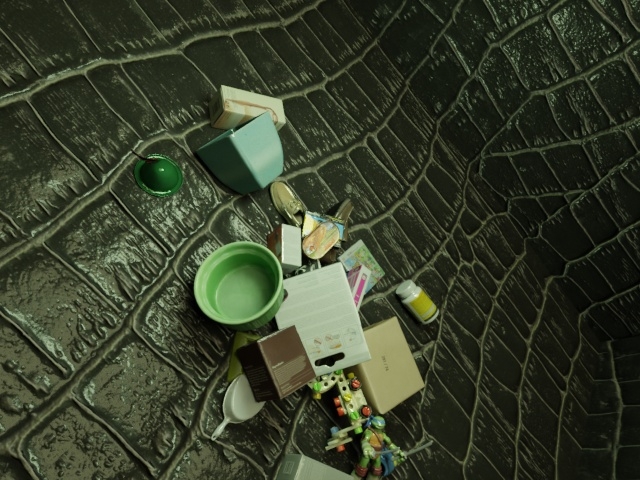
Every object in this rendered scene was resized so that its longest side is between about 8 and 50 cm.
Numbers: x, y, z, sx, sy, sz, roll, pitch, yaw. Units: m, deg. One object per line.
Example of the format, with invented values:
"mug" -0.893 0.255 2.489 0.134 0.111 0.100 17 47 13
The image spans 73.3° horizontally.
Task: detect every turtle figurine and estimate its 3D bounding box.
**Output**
"turtle figurine" 0.224 0.814 1.586 0.198 0.275 0.266 12 98 -64

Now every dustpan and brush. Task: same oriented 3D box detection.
"dustpan and brush" -0.292 0.581 1.454 0.147 0.060 0.211 54 41 -17

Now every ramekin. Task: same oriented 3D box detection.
"ramekin" -0.273 0.169 1.511 0.304 0.148 0.303 -2 61 4

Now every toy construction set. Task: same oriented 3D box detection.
"toy construction set" 0.063 0.616 1.616 0.215 0.151 0.327 -15 79 -13

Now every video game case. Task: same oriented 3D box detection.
"video game case" 0.197 0.125 2.054 0.193 0.023 0.212 -37 94 -42

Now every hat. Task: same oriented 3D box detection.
"hat" -0.566 -0.269 1.555 0.173 0.184 0.208 48 49 -9

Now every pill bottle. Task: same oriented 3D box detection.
"pill bottle" 0.474 0.303 2.116 0.208 0.119 0.119 49 49 -9

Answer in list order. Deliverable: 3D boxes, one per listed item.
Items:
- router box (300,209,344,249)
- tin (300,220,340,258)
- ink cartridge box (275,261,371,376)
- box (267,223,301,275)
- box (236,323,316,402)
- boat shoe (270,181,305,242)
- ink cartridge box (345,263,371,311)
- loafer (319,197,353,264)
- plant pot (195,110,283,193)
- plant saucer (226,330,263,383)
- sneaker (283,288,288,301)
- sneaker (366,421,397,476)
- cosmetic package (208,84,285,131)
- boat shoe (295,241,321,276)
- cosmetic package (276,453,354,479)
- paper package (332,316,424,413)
"router box" 0.006 -0.045 1.833 0.179 0.046 0.133 13 70 -18
"tin" 0.000 0.000 1.773 0.106 0.040 0.190 47 67 -2
"ink cartridge box" -0.007 0.310 1.656 0.309 0.091 0.384 -18 80 1
"box" -0.150 0.039 1.760 0.091 0.130 0.170 13 61 -31
"box" -0.153 0.425 1.487 0.167 0.168 0.203 -17 81 -41
"boat shoe" -0.116 -0.135 1.889 0.109 0.098 0.302 -24 85 -42
"ink cartridge box" 0.093 0.279 1.800 0.069 0.176 0.370 36 52 -19
"loafer" 0.064 -0.037 1.972 0.130 0.134 0.365 40 61 -20
"plant pot" -0.300 -0.337 1.764 0.248 0.247 0.252 -48 119 -41
"plant saucer" -0.231 0.436 1.568 0.189 0.045 0.188 22 57 -27
"sneaker" -0.210 0.218 1.615 0.077 0.178 0.072 66 11 19
"sneaker" 0.227 0.832 1.713 0.082 0.069 0.209 -23 84 -38
"cosmetic package" -0.323 -0.562 1.902 0.296 0.153 0.129 0 71 -36
"boat shoe" -0.054 0.151 1.793 0.091 0.114 0.302 -12 76 -46
"cosmetic package" -0.015 0.831 1.492 0.238 0.127 0.107 35 52 -17
"paper package" 0.236 0.521 1.802 0.310 0.168 0.324 -13 77 -40
